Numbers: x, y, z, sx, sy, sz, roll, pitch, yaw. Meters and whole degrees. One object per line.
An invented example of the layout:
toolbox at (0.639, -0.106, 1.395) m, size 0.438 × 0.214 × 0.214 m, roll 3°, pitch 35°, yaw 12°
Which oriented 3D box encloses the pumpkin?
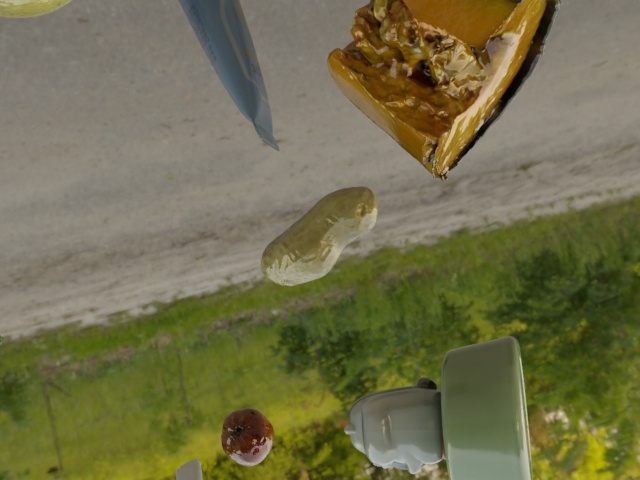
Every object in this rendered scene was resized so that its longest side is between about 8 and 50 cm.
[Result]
pumpkin at (0.161, -0.257, 0.975) m, size 0.303 × 0.225 × 0.256 m, roll -56°, pitch 164°, yaw 27°

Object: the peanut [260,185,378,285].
peanut at (0.000, 0.000, 1.630) m, size 0.319 × 0.147 × 0.147 m, roll -36°, pitch 159°, yaw 20°

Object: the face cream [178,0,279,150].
face cream at (-0.145, -0.312, 1.053) m, size 0.086 × 0.385 × 0.135 m, roll -23°, pitch 177°, yaw 7°

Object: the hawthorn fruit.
hawthorn fruit at (-0.155, 0.423, 1.564) m, size 0.128 × 0.128 × 0.128 m, roll -18°, pitch 164°, yaw -6°

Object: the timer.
timer at (0.202, 0.326, 1.287) m, size 0.315 × 0.290 × 0.291 m, roll -7°, pitch 167°, yaw 15°

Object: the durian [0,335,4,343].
durian at (-0.872, 0.161, 1.768) m, size 0.139 × 0.250 × 0.101 m, roll -28°, pitch 169°, yaw 0°

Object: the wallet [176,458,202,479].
wallet at (-0.267, 0.510, 1.490) m, size 0.061 × 0.122 × 0.025 m, roll -29°, pitch 131°, yaw 11°

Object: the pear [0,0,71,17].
pear at (-0.420, -0.460, 0.972) m, size 0.309 × 0.309 × 0.309 m, roll -18°, pitch 164°, yaw -6°
